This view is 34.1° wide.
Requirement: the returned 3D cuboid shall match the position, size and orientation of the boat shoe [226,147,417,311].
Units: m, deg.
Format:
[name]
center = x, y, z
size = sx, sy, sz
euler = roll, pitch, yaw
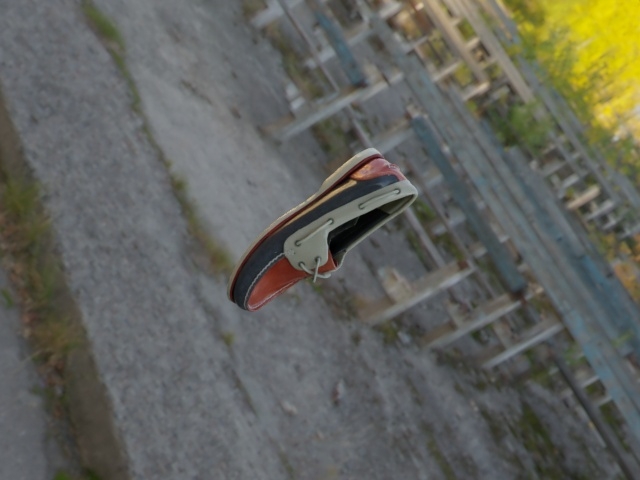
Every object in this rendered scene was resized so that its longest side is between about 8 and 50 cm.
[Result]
[boat shoe]
center = 0.000, 0.000, 0.660
size = 0.043, 0.137, 0.049
euler = 47, -3, 25
